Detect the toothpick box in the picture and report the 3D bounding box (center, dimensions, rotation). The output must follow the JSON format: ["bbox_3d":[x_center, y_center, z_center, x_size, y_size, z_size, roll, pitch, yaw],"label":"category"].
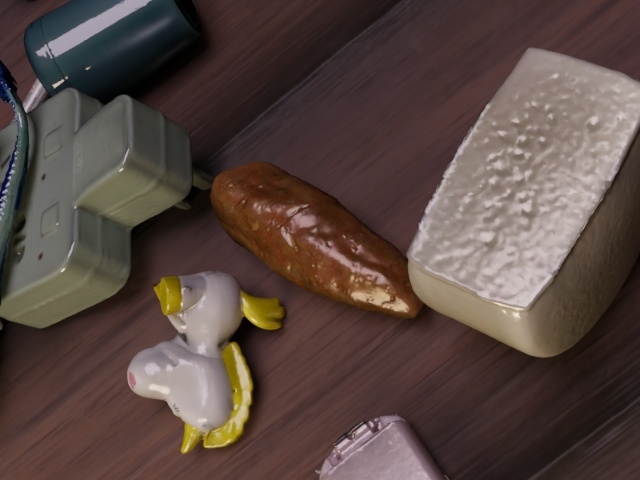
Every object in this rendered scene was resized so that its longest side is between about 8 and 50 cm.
[{"bbox_3d":[-0.230,-0.233,1.308,0.184,0.120,0.120,-29,58,10],"label":"toothpick box"}]

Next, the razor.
[{"bbox_3d":[-0.335,-0.046,1.206,0.056,0.093,0.324,-4,69,6],"label":"razor"}]

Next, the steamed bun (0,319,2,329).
[{"bbox_3d":[-0.551,0.124,1.242,0.375,0.241,0.374,-13,61,25],"label":"steamed bun"}]

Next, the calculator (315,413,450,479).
[{"bbox_3d":[0.068,0.232,0.996,0.100,0.032,0.175,-39,57,7],"label":"calculator"}]

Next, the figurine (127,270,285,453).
[{"bbox_3d":[-0.117,0.116,1.115,0.130,0.109,0.178,15,78,9],"label":"figurine"}]

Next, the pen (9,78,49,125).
[{"bbox_3d":[-0.328,-0.199,1.398,0.025,0.025,0.204,21,78,33],"label":"pen"}]

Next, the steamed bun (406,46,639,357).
[{"bbox_3d":[0.192,-0.024,0.969,0.146,0.164,0.241,26,80,32],"label":"steamed bun"}]

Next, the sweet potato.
[{"bbox_3d":[0.000,0.000,1.103,0.252,0.097,0.097,29,83,30],"label":"sweet potato"}]

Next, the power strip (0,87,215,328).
[{"bbox_3d":[-0.241,-0.046,1.243,0.261,0.141,0.229,-25,57,32],"label":"power strip"}]
